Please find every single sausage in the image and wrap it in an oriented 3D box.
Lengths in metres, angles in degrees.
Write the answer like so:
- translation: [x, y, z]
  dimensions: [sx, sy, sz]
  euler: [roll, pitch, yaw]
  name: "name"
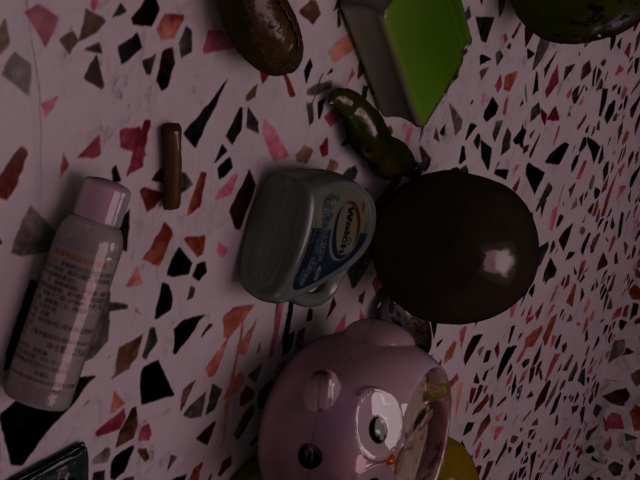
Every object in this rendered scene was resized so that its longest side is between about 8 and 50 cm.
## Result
- translation: [-0.188, -0.091, 1.409]
  dimensions: [0.026, 0.026, 0.116]
  euler: [-32, 135, -48]
  name: "sausage"

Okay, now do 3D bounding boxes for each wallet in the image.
- translation: [-0.339, 0.315, 1.402]
  dimensions: [0.129, 0.026, 0.088]
  euler: [-23, 127, -52]
  name: "wallet"

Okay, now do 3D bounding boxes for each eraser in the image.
- translation: [0.143, -0.342, 1.755]
  dimensions: [0.210, 0.092, 0.274]
  euler: [-60, 148, -19]
  name: "eraser"

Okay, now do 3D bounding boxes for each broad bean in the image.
- translation: [0.092, -0.155, 1.809]
  dimensions: [0.339, 0.061, 0.077]
  euler: [39, 66, -61]
  name: "broad bean"

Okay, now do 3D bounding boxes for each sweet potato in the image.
- translation: [-0.075, -0.297, 1.403]
  dimensions: [0.124, 0.098, 0.310]
  euler: [-59, 154, -33]
  name: "sweet potato"

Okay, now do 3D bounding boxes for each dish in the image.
- translation: [0.137, 0.163, 2.091]
  dimensions: [0.141, 0.078, 0.141]
  euler: [34, 44, -41]
  name: "dish"

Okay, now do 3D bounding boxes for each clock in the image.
- translation: [0.036, 0.308, 1.793]
  dimensions: [0.377, 0.251, 0.368]
  euler: [1, 98, -66]
  name: "clock"

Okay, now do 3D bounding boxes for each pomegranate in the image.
- translation: [0.482, -0.519, 2.041]
  dimensions: [0.291, 0.291, 0.323]
  euler: [-34, 124, -47]
  name: "pomegranate"

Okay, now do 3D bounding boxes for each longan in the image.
- translation: [0.234, 0.009, 1.930]
  dimensions: [0.297, 0.297, 0.297]
  euler: [-38, 138, -44]
  name: "longan"

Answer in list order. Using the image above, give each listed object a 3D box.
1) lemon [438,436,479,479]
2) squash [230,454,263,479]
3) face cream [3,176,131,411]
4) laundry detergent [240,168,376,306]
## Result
- translation: [0.195, 0.517, 2.223]
  dimensions: [0.260, 0.261, 0.284]
  euler: [10, 98, -61]
  name: "lemon"
- translation: [-0.110, 0.459, 1.872]
  dimensions: [0.219, 0.041, 0.219]
  euler: [-38, 139, -44]
  name: "squash"
- translation: [-0.283, 0.058, 1.281]
  dimensions: [0.082, 0.082, 0.269]
  euler: [17, 93, -61]
  name: "face cream"
- translation: [0.000, 0.000, 1.709]
  dimensions: [0.280, 0.105, 0.214]
  euler: [6, 102, -62]
  name: "laundry detergent"
